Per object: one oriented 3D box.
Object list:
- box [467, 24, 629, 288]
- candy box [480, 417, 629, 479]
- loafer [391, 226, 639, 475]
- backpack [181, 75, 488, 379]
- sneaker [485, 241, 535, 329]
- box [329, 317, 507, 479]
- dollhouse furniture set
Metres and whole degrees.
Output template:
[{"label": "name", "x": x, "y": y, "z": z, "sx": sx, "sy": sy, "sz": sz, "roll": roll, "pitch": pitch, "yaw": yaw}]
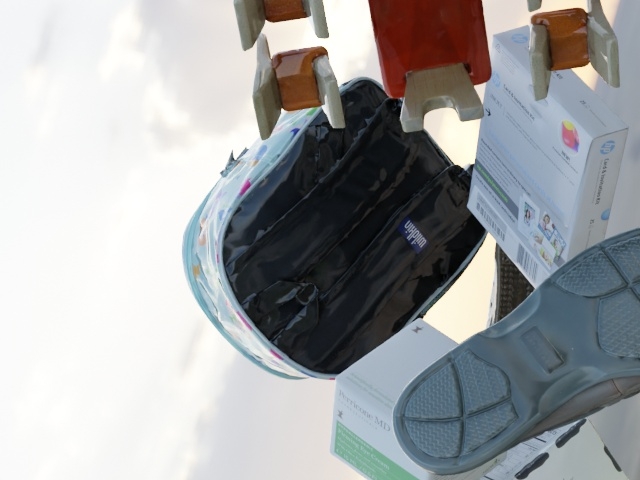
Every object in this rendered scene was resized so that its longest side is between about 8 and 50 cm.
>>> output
[{"label": "box", "x": 0.178, "y": -0.057, "z": 1.504, "sx": 0.145, "sy": 0.038, "sz": 0.186, "roll": 53, "pitch": 152, "yaw": 39}, {"label": "candy box", "x": 0.166, "y": 0.254, "z": 1.466, "sx": 0.196, "sy": 0.165, "sz": 0.070, "roll": -38, "pitch": 14, "yaw": -13}, {"label": "loafer", "x": 0.170, "y": 0.069, "z": 1.218, "sx": 0.096, "sy": 0.267, "sz": 0.084, "roll": 62, "pitch": -179, "yaw": 19}, {"label": "backpack", "x": 0.000, "y": 0.000, "z": 1.718, "sx": 0.253, "sy": 0.225, "sz": 0.191, "roll": -51, "pitch": 19, "yaw": -23}, {"label": "sneaker", "x": 0.181, "y": 0.033, "z": 1.731, "sx": 0.071, "sy": 0.066, "sz": 0.188, "roll": 151, "pitch": 133, "yaw": -80}, {"label": "box", "x": 0.077, "y": 0.134, "z": 1.410, "sx": 0.102, "sy": 0.101, "sz": 0.087, "roll": -32, "pitch": -38, "yaw": -35}, {"label": "dollhouse furniture set", "x": 0.067, "y": -0.215, "z": 1.332, "sx": 0.135, "sy": 0.262, "sz": 0.259, "roll": -93, "pitch": -7, "yaw": -54}]
